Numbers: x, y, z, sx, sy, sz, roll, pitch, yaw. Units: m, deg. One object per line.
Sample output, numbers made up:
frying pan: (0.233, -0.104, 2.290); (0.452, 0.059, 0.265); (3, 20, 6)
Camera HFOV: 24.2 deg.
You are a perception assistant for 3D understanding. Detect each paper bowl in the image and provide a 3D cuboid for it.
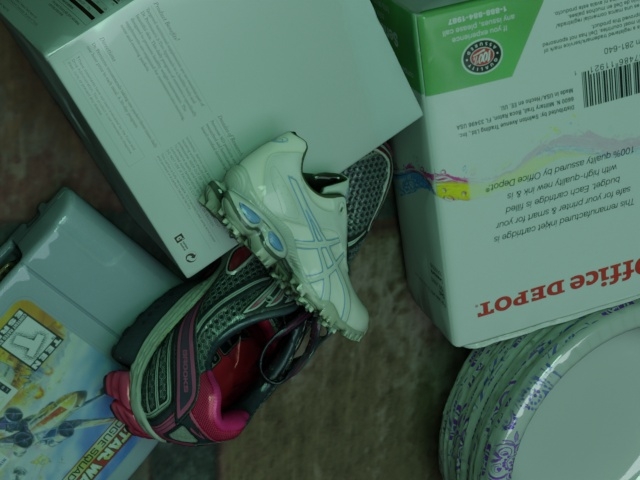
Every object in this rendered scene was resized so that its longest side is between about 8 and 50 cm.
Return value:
paper bowl: (0.233, 0.154, 1.310); (0.284, 0.148, 0.284); (-10, 115, -22)

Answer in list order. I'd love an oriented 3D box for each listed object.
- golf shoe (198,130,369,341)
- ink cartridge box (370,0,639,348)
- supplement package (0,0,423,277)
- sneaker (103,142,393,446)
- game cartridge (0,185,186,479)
golf shoe: (0.000, 0.000, 1.001); (0.086, 0.069, 0.176); (-46, 134, -7)
ink cartridge box: (0.162, -0.081, 1.170); (0.201, 0.117, 0.278); (-15, 116, -13)
supplement package: (-0.078, -0.126, 1.026); (0.203, 0.149, 0.194); (-35, 124, -9)
sneaker: (-0.027, 0.037, 1.115); (0.121, 0.112, 0.299); (51, 61, -31)
game cartridge: (-0.220, 0.126, 1.127); (0.297, 0.062, 0.198); (-49, 120, 0)
